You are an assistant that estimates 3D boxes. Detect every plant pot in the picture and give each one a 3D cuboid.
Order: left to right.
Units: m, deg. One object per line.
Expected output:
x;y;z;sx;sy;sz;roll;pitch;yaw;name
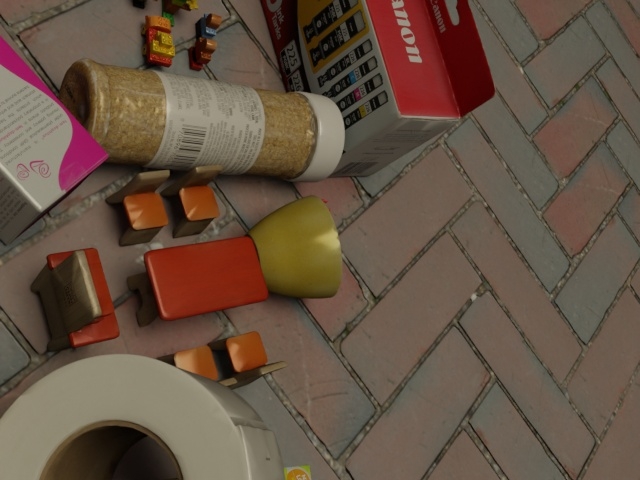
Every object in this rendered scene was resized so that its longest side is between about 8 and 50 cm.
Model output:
-0.043;0.016;1.096;0.095;0.134;0.134;-11;78;-22;plant pot

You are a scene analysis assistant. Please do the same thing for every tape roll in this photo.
-0.163;0.234;0.786;0.246;0.169;0.246;-2;75;7;tape roll

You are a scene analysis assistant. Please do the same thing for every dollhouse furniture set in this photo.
-0.170;0.049;0.963;0.259;0.135;0.262;-11;78;-41;dollhouse furniture set

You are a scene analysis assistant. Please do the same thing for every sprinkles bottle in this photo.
-0.139;-0.143;1.081;0.355;0.121;0.121;2;70;-38;sprinkles bottle

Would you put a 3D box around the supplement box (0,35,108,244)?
-0.351;-0.122;0.910;0.220;0.114;0.111;49;48;-9;supplement box

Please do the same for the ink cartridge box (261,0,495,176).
0.070;-0.281;1.209;0.130;0.272;0.309;-5;74;-40;ink cartridge box

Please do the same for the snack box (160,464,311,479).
-0.098;0.341;0.935;0.207;0.070;0.174;5;68;-38;snack box

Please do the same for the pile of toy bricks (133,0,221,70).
-0.179;-0.337;1.146;0.118;0.105;0.212;7;67;-37;pile of toy bricks

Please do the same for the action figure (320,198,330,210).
0.000;0.000;1.187;0.030;0.038;0.115;4;63;7;action figure
